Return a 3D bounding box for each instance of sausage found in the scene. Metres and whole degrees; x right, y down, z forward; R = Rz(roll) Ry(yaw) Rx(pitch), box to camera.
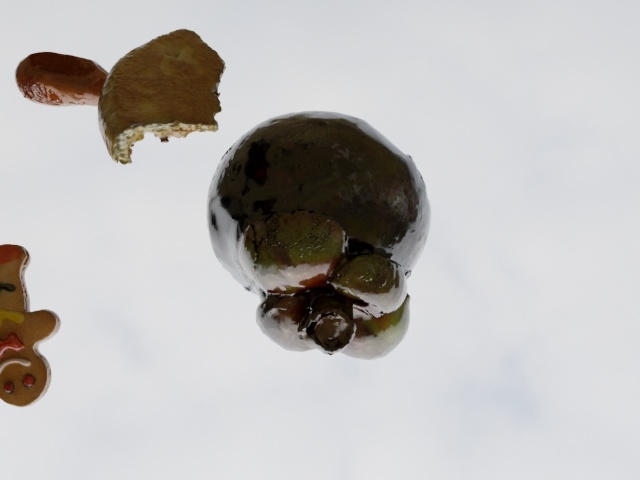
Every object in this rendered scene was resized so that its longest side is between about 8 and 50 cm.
[{"bbox_3d":[-0.415,-0.259,1.586,0.179,0.089,0.089,7,-137,8],"label":"sausage"}]

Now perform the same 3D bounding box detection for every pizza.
[{"bbox_3d":[-0.234,-0.221,1.467,0.182,0.074,0.365,11,-142,-5],"label":"pizza"}]

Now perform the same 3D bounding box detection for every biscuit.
[{"bbox_3d":[-0.480,0.132,1.476,0.165,0.250,0.036,-18,177,1],"label":"biscuit"}]

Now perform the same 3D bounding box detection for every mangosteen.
[{"bbox_3d":[0.016,-0.014,1.618,0.381,0.381,0.421,-24,-121,-19],"label":"mangosteen"}]
